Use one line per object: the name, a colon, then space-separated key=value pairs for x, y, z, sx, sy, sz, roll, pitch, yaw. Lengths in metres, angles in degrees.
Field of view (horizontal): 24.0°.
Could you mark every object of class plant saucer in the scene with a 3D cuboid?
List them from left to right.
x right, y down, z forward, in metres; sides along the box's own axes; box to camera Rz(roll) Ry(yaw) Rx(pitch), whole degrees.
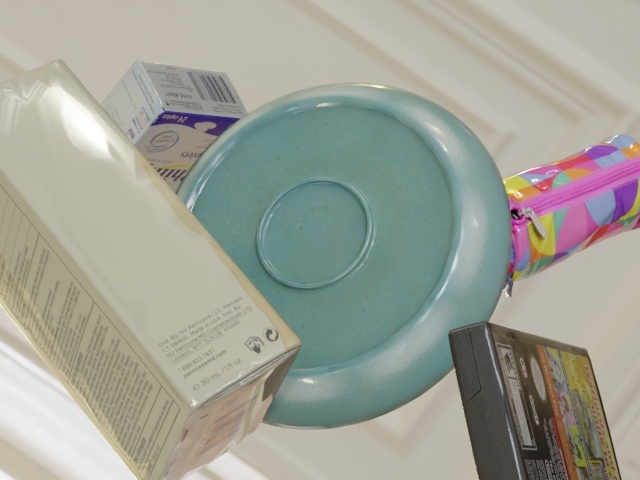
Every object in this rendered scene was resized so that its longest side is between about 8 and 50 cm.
plant saucer: x=0.000 y=0.000 z=1.261 sx=0.317 sy=0.318 sz=0.043 roll=-55 pitch=-28 yaw=-9

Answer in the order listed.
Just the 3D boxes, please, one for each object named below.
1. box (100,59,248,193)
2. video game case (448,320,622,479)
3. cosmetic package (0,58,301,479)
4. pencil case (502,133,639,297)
box: x=-0.166 y=-0.110 z=1.548 sx=0.126 sy=0.072 sz=0.137 roll=1 pitch=-38 yaw=-48
video game case: x=0.174 y=0.202 z=1.062 sx=0.035 sy=0.274 sz=0.248 roll=-18 pitch=-15 yaw=23
cosmetic package: x=-0.168 y=0.028 z=1.179 sx=0.113 sy=0.309 sz=0.160 roll=-29 pitch=-19 yaw=-34
pencil case: x=0.213 y=-0.027 z=1.366 sx=0.236 sy=0.104 sz=0.104 roll=-22 pitch=-23 yaw=-40
